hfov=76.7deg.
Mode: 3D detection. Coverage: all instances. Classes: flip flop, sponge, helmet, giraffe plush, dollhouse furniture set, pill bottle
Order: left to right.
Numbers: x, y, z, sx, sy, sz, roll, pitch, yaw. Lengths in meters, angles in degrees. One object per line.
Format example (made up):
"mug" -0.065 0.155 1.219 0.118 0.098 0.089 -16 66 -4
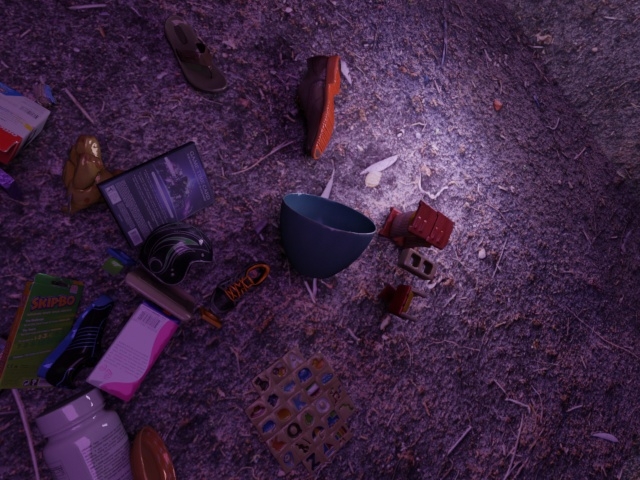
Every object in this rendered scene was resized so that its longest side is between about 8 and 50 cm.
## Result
"sponge" -0.811 -0.190 0.962 0.210 0.117 0.031 44 65 -11
"pill bottle" -0.525 0.498 0.933 0.161 0.160 0.282 -24 91 -26
"giraffe plush" -0.557 -0.146 1.057 0.171 0.182 0.210 11 64 -44
"helmet" -0.381 0.029 1.089 0.169 0.169 0.161 42 83 -12
"flip flop" -0.386 -0.577 1.248 0.112 0.080 0.276 -31 93 -26
"dollhouse furniture set" 0.276 0.067 1.363 0.152 0.201 0.373 30 76 -17

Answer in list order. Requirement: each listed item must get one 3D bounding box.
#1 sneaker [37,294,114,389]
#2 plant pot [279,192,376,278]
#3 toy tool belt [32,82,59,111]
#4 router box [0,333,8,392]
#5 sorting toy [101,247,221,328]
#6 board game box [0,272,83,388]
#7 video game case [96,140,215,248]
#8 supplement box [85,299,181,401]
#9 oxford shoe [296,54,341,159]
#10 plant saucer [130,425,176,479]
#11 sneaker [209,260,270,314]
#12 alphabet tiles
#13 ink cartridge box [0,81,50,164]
"sneaker" -0.567 0.246 0.989 0.091 0.081 0.232 29 58 -5
"plant pot" 0.000 0.000 1.229 0.291 0.290 0.195 11 112 -22
"toy tool belt" -0.722 -0.376 1.075 0.051 0.052 0.083 -20 89 -18
"router box" -0.753 0.288 0.939 0.092 0.038 0.122 35 68 -15
"sorting toy" -0.411 0.142 1.044 0.348 0.196 0.047 38 86 -13
"board game box" -0.660 0.213 0.960 0.124 0.039 0.259 35 62 -59
"video game case" -0.427 -0.126 1.097 0.274 0.026 0.195 -38 135 -32
"supplement box" -0.470 0.274 1.028 0.111 0.114 0.219 36 67 -15
"oxford shoe" -0.019 -0.456 1.389 0.133 0.130 0.362 9 82 11
"plant saucer" -0.399 0.546 0.964 0.037 0.200 0.199 -25 91 -11
"sneaker" -0.233 0.130 1.179 0.215 0.083 0.084 -44 100 -23
"alphabet tiles" -0.052 0.512 1.226 0.285 0.011 0.342 -33 94 -25
"ink cartridge box" -0.757 -0.270 0.942 0.134 0.078 0.230 33 28 -28
